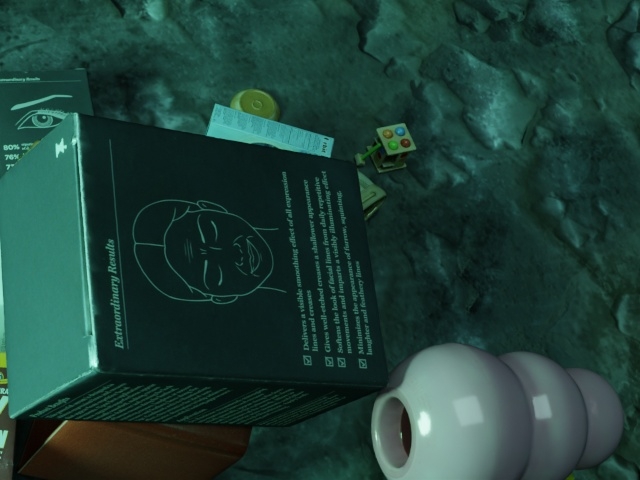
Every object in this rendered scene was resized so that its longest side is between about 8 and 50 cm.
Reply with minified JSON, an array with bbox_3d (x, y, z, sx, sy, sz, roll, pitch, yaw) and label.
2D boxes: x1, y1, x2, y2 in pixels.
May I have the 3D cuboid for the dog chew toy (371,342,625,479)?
[{"bbox_3d":[0.233,0.228,1.637,0.332,0.206,0.206,1,60,-26],"label":"dog chew toy"}]

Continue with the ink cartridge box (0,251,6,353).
[{"bbox_3d":[-0.499,0.077,1.720,0.289,0.211,0.121,1,60,-16],"label":"ink cartridge box"}]

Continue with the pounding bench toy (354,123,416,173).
[{"bbox_3d":[0.101,-0.147,2.124,0.083,0.065,0.052,-13,65,-23],"label":"pounding bench toy"}]

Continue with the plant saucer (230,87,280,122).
[{"bbox_3d":[-0.103,-0.215,2.132,0.083,0.015,0.083,8,58,-13],"label":"plant saucer"}]

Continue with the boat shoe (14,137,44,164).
[{"bbox_3d":[-0.296,-0.019,1.835,0.307,0.111,0.104,39,91,-25],"label":"boat shoe"}]

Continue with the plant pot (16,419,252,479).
[{"bbox_3d":[-0.216,0.187,1.731,0.236,0.267,0.267,24,56,-17],"label":"plant pot"}]

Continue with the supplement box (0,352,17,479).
[{"bbox_3d":[-0.448,0.262,1.638,0.129,0.191,0.194,6,58,-14],"label":"supplement box"}]

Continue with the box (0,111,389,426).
[{"bbox_3d":[-0.149,0.051,1.544,0.395,0.212,0.293,8,65,-37],"label":"box"}]

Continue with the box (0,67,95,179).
[{"bbox_3d":[-0.407,-0.140,1.938,0.153,0.108,0.207,-3,61,-18],"label":"box"}]

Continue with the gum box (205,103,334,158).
[{"bbox_3d":[-0.089,-0.123,1.997,0.184,0.157,0.041,16,57,-7],"label":"gum box"}]

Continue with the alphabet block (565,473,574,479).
[{"bbox_3d":[0.193,0.368,1.770,0.193,0.197,0.192,31,56,3],"label":"alphabet block"}]

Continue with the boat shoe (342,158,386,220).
[{"bbox_3d":[0.000,0.000,1.985,0.098,0.109,0.302,34,51,6],"label":"boat shoe"}]
